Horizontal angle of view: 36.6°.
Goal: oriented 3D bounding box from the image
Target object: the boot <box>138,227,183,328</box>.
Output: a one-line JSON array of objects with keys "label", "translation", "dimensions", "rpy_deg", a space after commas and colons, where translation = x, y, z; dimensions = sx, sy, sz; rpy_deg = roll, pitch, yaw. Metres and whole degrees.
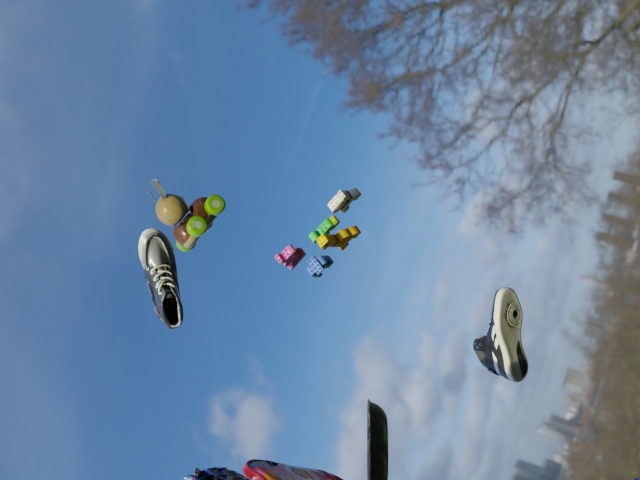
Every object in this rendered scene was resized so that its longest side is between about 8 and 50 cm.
[{"label": "boot", "translation": [-0.299, 0.073, 1.860], "dimensions": [0.086, 0.069, 0.190], "rpy_deg": [-149, 44, -67]}]

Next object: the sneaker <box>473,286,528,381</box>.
[{"label": "sneaker", "translation": [0.382, 0.203, 2.139], "dimensions": [0.079, 0.121, 0.217], "rpy_deg": [-19, -74, -34]}]

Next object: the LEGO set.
[{"label": "LEGO set", "translation": [0.000, 0.000, 1.937], "dimensions": [0.227, 0.087, 0.093], "rpy_deg": [-48, -25, 23]}]

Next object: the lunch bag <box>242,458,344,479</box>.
[{"label": "lunch bag", "translation": [0.018, 0.460, 1.514], "dimensions": [0.258, 0.293, 0.120], "rpy_deg": [21, -86, -37]}]

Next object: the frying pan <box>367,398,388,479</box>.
[{"label": "frying pan", "translation": [0.104, 0.469, 1.868], "dimensions": [0.197, 0.053, 0.326], "rpy_deg": [-69, -22, -85]}]

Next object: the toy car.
[{"label": "toy car", "translation": [-0.362, -0.085, 2.485], "dimensions": [0.149, 0.188, 0.155], "rpy_deg": [-53, 5, -27]}]

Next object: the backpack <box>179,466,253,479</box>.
[{"label": "backpack", "translation": [-0.135, 0.346, 1.111], "dimensions": [0.158, 0.116, 0.173], "rpy_deg": [-64, -12, 0]}]

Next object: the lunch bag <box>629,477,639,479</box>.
[{"label": "lunch bag", "translation": [0.327, 0.310, 1.033], "dimensions": [0.128, 0.096, 0.151], "rpy_deg": [-10, -44, -31]}]
